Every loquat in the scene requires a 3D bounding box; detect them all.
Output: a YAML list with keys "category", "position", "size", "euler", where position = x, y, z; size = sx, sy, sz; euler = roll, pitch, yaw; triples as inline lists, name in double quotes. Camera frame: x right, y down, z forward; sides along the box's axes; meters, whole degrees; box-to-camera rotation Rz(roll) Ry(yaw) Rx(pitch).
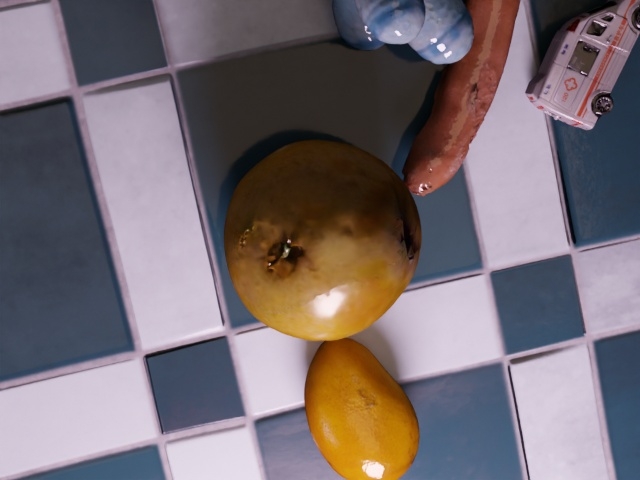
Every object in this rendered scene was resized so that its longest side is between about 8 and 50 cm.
- category: "loquat"
  position: [0.000, 0.000, 1.646]
  size: [0.263, 0.263, 0.263]
  euler: [-1, 99, -7]

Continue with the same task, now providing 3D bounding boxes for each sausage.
- category: "sausage"
  position: [0.197, -0.212, 1.709]
  size: [0.087, 0.079, 0.326]
  euler: [16, 96, -29]

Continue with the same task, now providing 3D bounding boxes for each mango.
- category: "mango"
  position: [0.052, 0.237, 1.751]
  size: [0.145, 0.112, 0.219]
  euler: [-25, 89, -2]

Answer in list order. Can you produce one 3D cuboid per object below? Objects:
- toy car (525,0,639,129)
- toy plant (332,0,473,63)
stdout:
- category: "toy car"
  position: [0.368, -0.260, 1.719]
  size: [0.108, 0.089, 0.209]
  euler: [24, 98, -5]
- category: "toy plant"
  position: [0.079, -0.359, 1.603]
  size: [0.247, 0.247, 0.332]
  euler: [-40, 103, 0]
